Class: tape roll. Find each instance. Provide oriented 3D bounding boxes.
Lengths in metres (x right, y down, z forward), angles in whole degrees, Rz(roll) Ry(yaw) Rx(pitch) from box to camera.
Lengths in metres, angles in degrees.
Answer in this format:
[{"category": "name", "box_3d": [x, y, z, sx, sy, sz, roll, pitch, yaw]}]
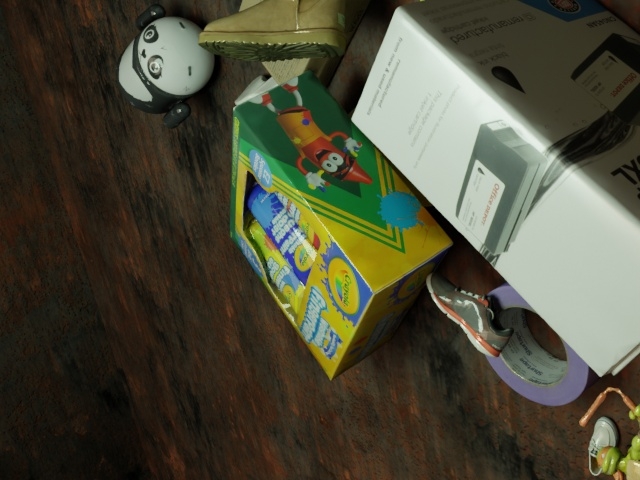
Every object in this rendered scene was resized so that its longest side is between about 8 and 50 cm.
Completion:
[{"category": "tape roll", "box_3d": [0.327, 0.138, 1.037, 0.189, 0.080, 0.189, 33, 135, 40]}]

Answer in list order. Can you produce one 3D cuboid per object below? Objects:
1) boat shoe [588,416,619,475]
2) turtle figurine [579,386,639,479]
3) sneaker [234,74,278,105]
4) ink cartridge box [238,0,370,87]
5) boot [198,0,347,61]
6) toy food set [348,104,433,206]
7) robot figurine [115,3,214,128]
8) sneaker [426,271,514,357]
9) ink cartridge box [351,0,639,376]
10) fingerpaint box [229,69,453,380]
[{"category": "boat shoe", "box_3d": [0.418, 0.310, 1.061, 0.035, 0.035, 0.100, 28, 132, 43]}, {"category": "turtle figurine", "box_3d": [0.467, 0.334, 0.963, 0.217, 0.087, 0.270, 14, 114, 41]}, {"category": "sneaker", "box_3d": [-0.093, -0.267, 1.375, 0.094, 0.080, 0.212, 43, 166, -26]}, {"category": "ink cartridge box", "box_3d": [-0.036, -0.387, 1.193, 0.193, 0.088, 0.235, 56, 145, 15]}, {"category": "boot", "box_3d": [-0.055, -0.405, 1.047, 0.236, 0.089, 0.270, 3, 86, 11]}, {"category": "toy food set", "box_3d": [0.148, -0.152, 1.122, 0.218, 0.071, 0.128, 51, 120, 18]}, {"category": "robot figurine", "box_3d": [-0.345, -0.376, 1.550, 0.209, 0.174, 0.278, 41, 154, -22]}, {"category": "sneaker", "box_3d": [0.224, 0.095, 1.046, 0.158, 0.061, 0.065, 49, 117, 22]}, {"category": "ink cartridge box", "box_3d": [0.277, -0.097, 0.766, 0.395, 0.285, 0.166, 49, 143, 22]}, {"category": "fingerpaint box", "box_3d": [0.000, 0.000, 1.243, 0.371, 0.163, 0.445, 53, 158, 17]}]
